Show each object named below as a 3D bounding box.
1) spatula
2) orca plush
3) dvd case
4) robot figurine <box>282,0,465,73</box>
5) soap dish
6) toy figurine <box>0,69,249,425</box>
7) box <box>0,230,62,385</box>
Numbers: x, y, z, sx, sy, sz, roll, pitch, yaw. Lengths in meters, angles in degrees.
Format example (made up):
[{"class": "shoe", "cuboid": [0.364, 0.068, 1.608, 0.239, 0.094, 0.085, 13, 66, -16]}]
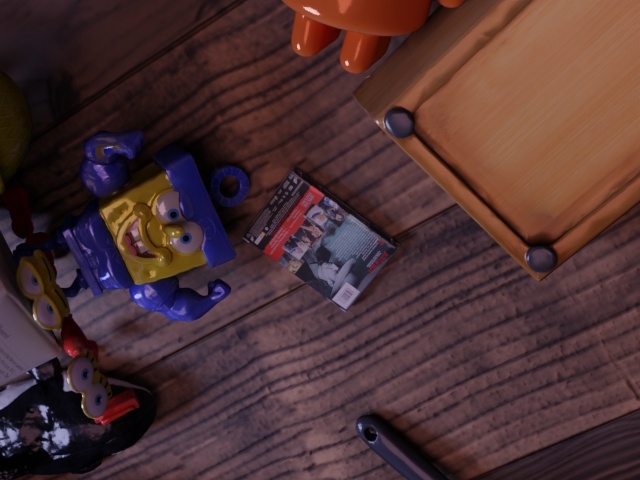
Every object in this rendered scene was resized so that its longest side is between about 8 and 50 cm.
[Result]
[{"class": "spatula", "cuboid": [0.152, 0.263, 1.185, 0.296, 0.030, 0.084, 38, 116, -3]}, {"class": "orca plush", "cuboid": [-0.313, 0.190, 1.230, 0.287, 0.102, 0.151, 9, 121, 11]}, {"class": "dvd case", "cuboid": [0.000, 0.000, 1.119, 0.119, 0.013, 0.087, 36, 117, -1]}, {"class": "robot figurine", "cuboid": [0.036, -0.242, 0.937, 0.158, 0.128, 0.219, 44, 128, 44]}, {"class": "soap dish", "cuboid": [0.196, -0.122, 0.953, 0.229, 0.118, 0.291, 44, 116, -7]}, {"class": "toy figurine", "cuboid": [-0.178, -0.042, 1.108, 0.217, 0.191, 0.362, -24, 110, -6]}, {"class": "box", "cuboid": [-0.335, 0.030, 1.080, 0.119, 0.182, 0.181, -29, 70, -8]}]
